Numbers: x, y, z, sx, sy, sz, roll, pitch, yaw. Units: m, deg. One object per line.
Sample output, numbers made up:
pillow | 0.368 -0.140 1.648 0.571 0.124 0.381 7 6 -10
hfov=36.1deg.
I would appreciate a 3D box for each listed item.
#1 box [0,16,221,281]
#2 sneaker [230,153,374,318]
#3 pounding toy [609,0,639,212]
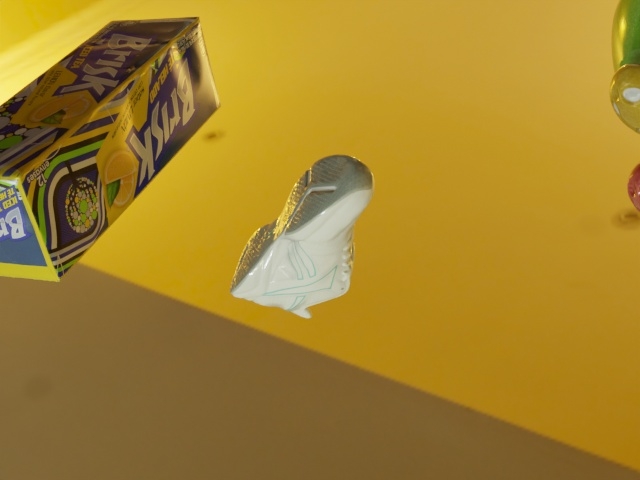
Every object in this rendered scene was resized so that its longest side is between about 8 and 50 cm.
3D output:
box | -0.111 -0.051 0.474 0.059 0.054 0.169 3 -145 22
sneaker | 0.000 0.000 0.594 0.152 0.061 0.054 -45 -157 52
pounding toy | 0.248 -0.082 0.621 0.110 0.183 0.237 -43 -174 -11
